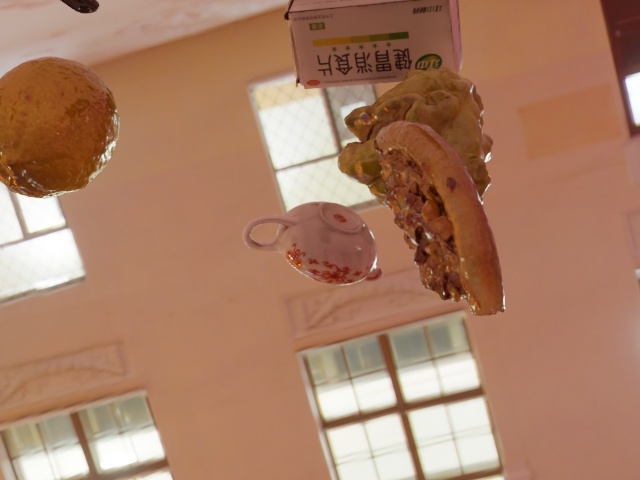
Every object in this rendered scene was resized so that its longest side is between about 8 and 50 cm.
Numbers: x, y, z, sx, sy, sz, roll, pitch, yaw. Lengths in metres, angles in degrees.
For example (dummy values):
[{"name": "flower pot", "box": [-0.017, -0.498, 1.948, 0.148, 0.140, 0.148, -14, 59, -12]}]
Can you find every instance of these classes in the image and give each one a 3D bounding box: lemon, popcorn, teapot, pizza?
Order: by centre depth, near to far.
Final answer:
[{"name": "pizza", "box": [0.104, -0.029, 0.821, 0.058, 0.246, 0.127, -12, 151, -11]}, {"name": "lemon", "box": [-0.352, -0.147, 1.149, 0.181, 0.180, 0.193, -16, -152, -4]}, {"name": "teapot", "box": [0.000, 0.000, 1.368, 0.246, 0.116, 0.159, 13, -134, -14]}, {"name": "popcorn", "box": [0.172, -0.165, 1.481, 0.235, 0.242, 0.250, -17, -140, 43]}]

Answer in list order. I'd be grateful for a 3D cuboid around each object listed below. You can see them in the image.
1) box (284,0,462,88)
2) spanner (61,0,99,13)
[{"name": "box", "box": [0.105, -0.412, 1.733, 0.333, 0.173, 0.145, -2, -144, 14]}, {"name": "spanner", "box": [-0.269, -0.247, 0.806, 0.046, 0.012, 0.208, -8, 171, 17]}]
